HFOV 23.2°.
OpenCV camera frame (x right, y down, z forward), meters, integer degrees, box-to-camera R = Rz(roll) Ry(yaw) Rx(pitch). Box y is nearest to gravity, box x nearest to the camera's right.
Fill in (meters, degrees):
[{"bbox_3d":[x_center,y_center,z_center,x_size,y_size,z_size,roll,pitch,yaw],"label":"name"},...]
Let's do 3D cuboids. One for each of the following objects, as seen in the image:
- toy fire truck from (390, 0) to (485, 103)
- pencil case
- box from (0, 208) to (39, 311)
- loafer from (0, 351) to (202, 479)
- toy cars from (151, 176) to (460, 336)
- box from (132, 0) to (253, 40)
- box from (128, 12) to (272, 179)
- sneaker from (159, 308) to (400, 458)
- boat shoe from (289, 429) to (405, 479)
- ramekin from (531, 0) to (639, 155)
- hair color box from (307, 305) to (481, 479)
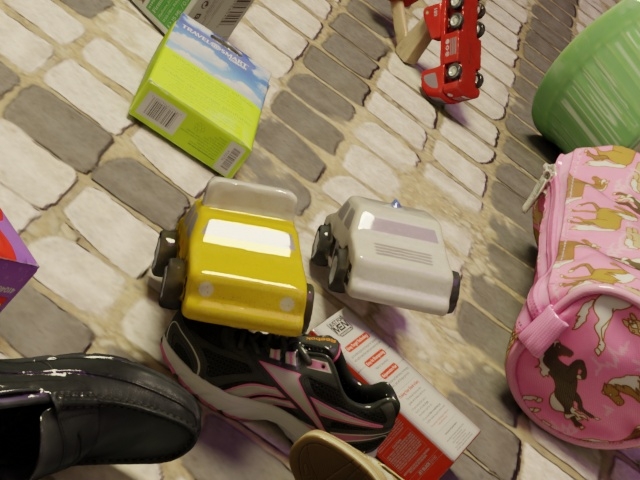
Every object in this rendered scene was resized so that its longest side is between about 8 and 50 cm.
[{"bbox_3d":[0.130,-0.248,1.849,0.047,0.135,0.192,15,72,-42],"label":"toy fire truck"},{"bbox_3d":[0.265,0.043,1.458,0.167,0.160,0.386,6,24,8],"label":"pencil case"},{"bbox_3d":[-0.318,-0.081,0.945,0.293,0.057,0.201,51,16,27],"label":"box"},{"bbox_3d":[-0.163,0.104,0.863,0.223,0.076,0.078,13,39,-36],"label":"loafer"},{"bbox_3d":[0.000,0.000,1.165,0.176,0.087,0.394,19,11,30],"label":"toy cars"},{"bbox_3d":[-0.119,-0.259,1.517,0.087,0.101,0.102,46,25,18],"label":"box"},{"bbox_3d":[-0.104,-0.132,1.388,0.109,0.042,0.178,34,24,-12],"label":"box"},{"bbox_3d":[-0.022,0.088,1.074,0.178,0.077,0.072,31,24,-15],"label":"sneaker"},{"bbox_3d":[0.034,0.173,1.044,0.135,0.050,0.045,45,20,-11],"label":"boat shoe"},{"bbox_3d":[0.425,-0.172,1.895,0.303,0.303,0.148,5,48,-51],"label":"ramekin"},{"bbox_3d":[0.046,0.118,1.158,0.141,0.043,0.072,43,25,8],"label":"hair color box"}]
